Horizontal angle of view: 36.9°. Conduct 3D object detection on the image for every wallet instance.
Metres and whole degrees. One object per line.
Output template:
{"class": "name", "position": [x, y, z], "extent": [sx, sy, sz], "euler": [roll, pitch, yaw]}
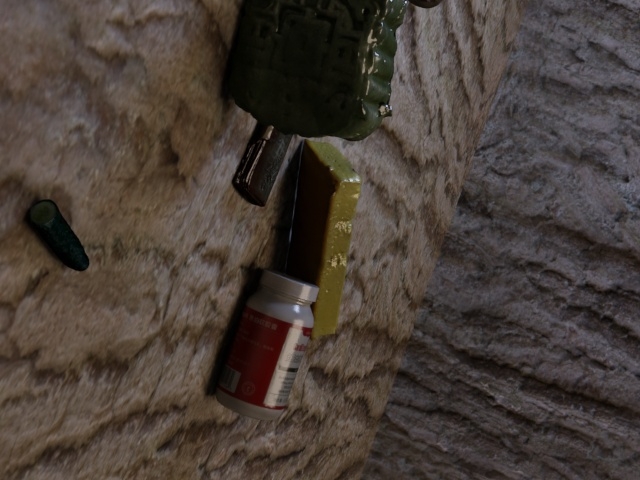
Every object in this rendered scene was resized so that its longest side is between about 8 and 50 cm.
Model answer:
{"class": "wallet", "position": [-0.069, -0.171, 1.540], "extent": [0.122, 0.031, 0.232], "euler": [54, 58, -73]}

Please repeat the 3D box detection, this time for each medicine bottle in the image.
{"class": "medicine bottle", "position": [-0.092, 0.185, 1.705], "extent": [0.131, 0.131, 0.250], "euler": [16, 94, -74]}

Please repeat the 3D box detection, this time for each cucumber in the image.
{"class": "cucumber", "position": [-0.281, 0.001, 1.048], "extent": [0.133, 0.032, 0.032], "euler": [80, 34, -62]}

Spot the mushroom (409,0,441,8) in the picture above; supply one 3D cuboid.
{"class": "mushroom", "position": [0.218, -0.541, 1.872], "extent": [0.117, 0.141, 0.188], "euler": [-179, -68, -84]}

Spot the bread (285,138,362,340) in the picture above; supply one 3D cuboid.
{"class": "bread", "position": [0.000, 0.000, 1.770], "extent": [0.077, 0.138, 0.362], "euler": [-8, 127, -24]}

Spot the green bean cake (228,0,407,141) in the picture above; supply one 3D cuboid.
{"class": "green bean cake", "position": [-0.002, -0.255, 1.320], "extent": [0.125, 0.222, 0.227], "euler": [-20, 125, -70]}
